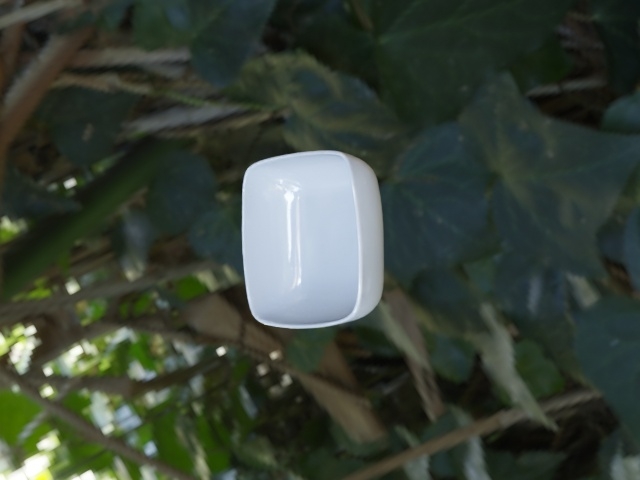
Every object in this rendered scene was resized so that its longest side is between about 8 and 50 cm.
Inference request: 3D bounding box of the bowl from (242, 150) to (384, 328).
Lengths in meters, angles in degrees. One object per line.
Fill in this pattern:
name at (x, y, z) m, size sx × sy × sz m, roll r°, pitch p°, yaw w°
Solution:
bowl at (0.000, 0.000, 1.166) m, size 0.142 × 0.053 × 0.142 m, roll -4°, pitch 87°, yaw 48°
